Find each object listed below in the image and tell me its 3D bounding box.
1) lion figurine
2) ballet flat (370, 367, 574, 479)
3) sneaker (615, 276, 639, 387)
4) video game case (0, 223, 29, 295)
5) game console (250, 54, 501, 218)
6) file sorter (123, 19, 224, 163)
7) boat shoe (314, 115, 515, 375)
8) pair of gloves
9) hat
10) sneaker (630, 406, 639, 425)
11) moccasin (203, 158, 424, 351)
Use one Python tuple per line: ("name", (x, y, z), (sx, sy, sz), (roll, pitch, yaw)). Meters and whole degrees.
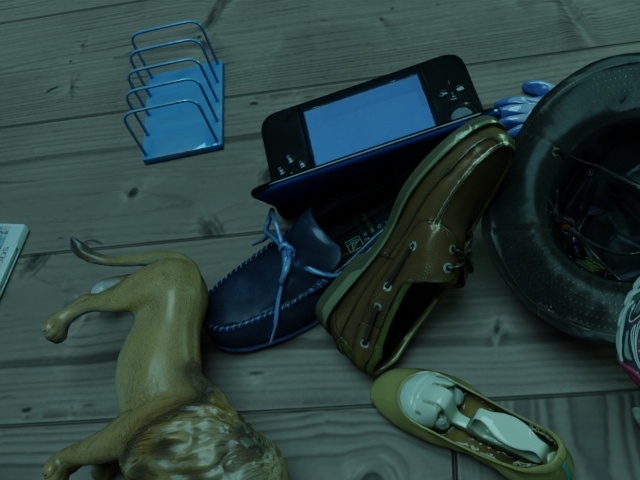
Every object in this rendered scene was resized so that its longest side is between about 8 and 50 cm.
("lion figurine", (-0.174, 0.135, 0.957), (0.240, 0.142, 0.392), (-22, 66, 21))
("ballet flat", (0.151, 0.179, 0.903), (0.232, 0.073, 0.080), (21, 64, 27))
("sneaker", (0.387, 0.021, 0.785), (0.299, 0.112, 0.121), (-44, 76, 2))
("video game case", (-0.497, 0.037, 1.214), (0.157, 0.019, 0.143), (1, 57, 17))
("game console", (0.057, -0.149, 1.085), (0.293, 0.173, 0.250), (-18, 54, 6))
("file sorter", (-0.209, -0.215, 1.255), (0.118, 0.104, 0.170), (-10, 54, 8))
("boat shoe", (0.122, 0.014, 0.951), (0.307, 0.111, 0.104), (-56, 50, 21))
("pair of gloves", (0.296, -0.130, 1.106), (0.159, 0.023, 0.198), (-6, 56, 12))
("hat", (0.349, -0.031, 0.956), (0.331, 0.134, 0.331), (-10, 65, 23))
("sneaker", (0.393, 0.134, 0.869), (0.185, 0.069, 0.084), (-40, 61, -14))
("moccasin", (0.000, 0.000, 1.039), (0.342, 0.117, 0.137), (-34, 55, -6))
